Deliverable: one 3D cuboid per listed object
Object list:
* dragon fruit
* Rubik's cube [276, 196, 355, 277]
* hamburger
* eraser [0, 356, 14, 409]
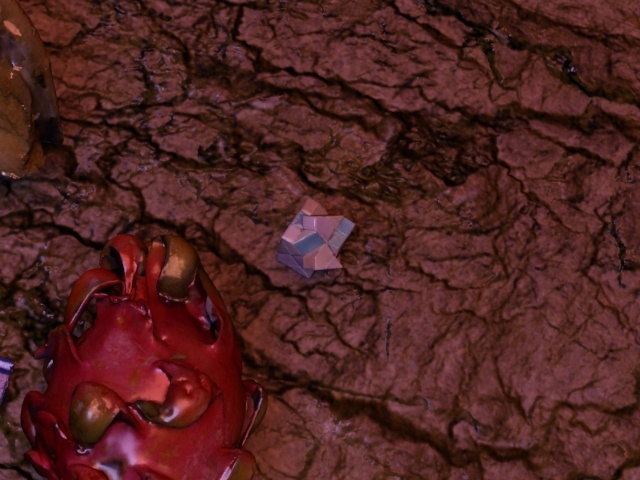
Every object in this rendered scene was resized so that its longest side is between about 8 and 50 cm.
[{"bbox_3d":[-0.179,0.143,1.358,0.243,0.227,0.307,-24,74,-28],"label":"dragon fruit"},{"bbox_3d":[-0.001,0.002,1.546,0.073,0.084,0.075,32,80,4],"label":"Rubik's cube"},{"bbox_3d":[-0.412,-0.179,1.416,0.309,0.211,0.132,6,40,-4],"label":"hamburger"},{"bbox_3d":[-0.357,0.140,1.417,0.085,0.027,0.063,16,64,-8],"label":"eraser"}]
